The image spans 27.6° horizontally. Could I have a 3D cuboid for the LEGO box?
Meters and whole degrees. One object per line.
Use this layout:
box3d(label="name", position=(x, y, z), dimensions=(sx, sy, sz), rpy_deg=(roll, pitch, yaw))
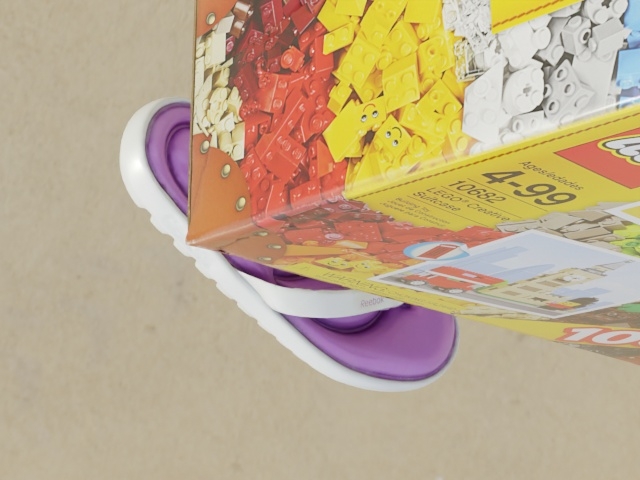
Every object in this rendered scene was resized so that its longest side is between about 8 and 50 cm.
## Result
box3d(label="LEGO box", position=(0.225, -0.070, 0.802), dimensions=(0.372, 0.193, 0.500), rpy_deg=(-16, 157, 43))

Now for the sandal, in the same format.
box3d(label="sandal", position=(-0.003, 0.013, 1.195), dimensions=(0.416, 0.169, 0.102), rpy_deg=(33, 144, -29))
